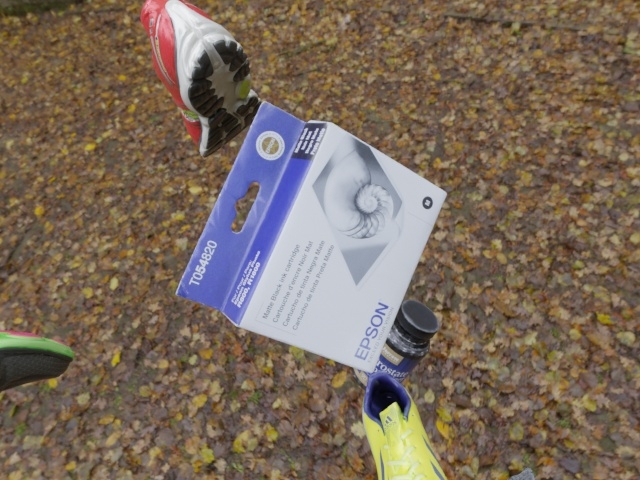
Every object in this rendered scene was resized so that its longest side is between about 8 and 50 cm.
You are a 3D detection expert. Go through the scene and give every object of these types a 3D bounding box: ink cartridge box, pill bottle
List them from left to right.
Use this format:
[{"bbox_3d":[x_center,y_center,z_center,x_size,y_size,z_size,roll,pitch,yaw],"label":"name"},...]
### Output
[{"bbox_3d":[0.000,0.000,0.439,0.223,0.224,0.045,-67,19,-3],"label":"ink cartridge box"},{"bbox_3d":[0.168,0.240,0.947,0.123,0.219,0.123,20,32,-13],"label":"pill bottle"}]

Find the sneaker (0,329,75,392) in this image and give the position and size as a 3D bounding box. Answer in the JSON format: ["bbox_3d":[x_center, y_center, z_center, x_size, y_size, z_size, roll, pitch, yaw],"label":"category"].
[{"bbox_3d":[-0.652,0.267,0.677,0.185,0.483,0.202,-3,92,28],"label":"sneaker"}]

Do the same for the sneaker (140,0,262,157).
[{"bbox_3d":[-0.147,-0.199,0.528,0.107,0.279,0.118,-42,89,-14],"label":"sneaker"}]

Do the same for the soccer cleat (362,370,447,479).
[{"bbox_3d":[0.110,0.286,0.553,0.093,0.121,0.289,-16,18,-2],"label":"soccer cleat"}]

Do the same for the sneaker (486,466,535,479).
[{"bbox_3d":[0.310,0.471,0.744,0.170,0.051,0.089,-19,50,3],"label":"sneaker"}]
